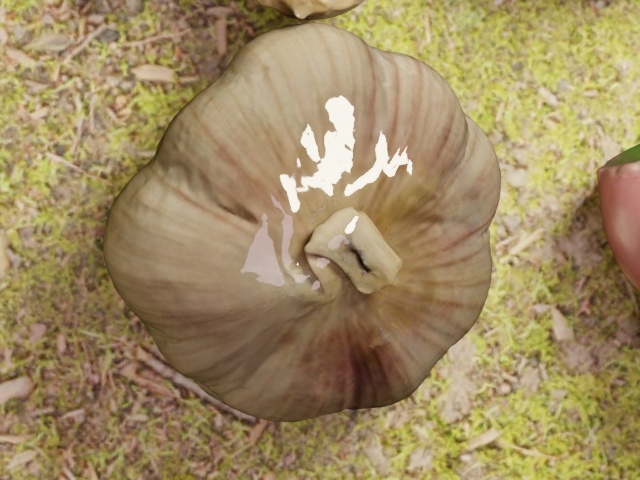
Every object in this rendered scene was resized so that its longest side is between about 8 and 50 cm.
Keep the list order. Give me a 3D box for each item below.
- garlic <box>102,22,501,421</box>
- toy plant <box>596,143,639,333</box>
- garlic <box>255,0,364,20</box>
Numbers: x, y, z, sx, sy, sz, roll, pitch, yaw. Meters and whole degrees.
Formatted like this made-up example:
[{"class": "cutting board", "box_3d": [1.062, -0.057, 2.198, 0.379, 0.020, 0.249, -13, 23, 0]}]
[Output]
[{"class": "garlic", "box_3d": [-0.003, -0.006, 1.541, 0.322, 0.241, 0.322, -18, 138, -17]}, {"class": "toy plant", "box_3d": [0.345, 0.073, 1.608, 0.317, 0.210, 0.356, -20, 103, 30]}, {"class": "garlic", "box_3d": [-0.053, -0.336, 1.513, 0.286, 0.249, 0.313, -10, 119, -20]}]
